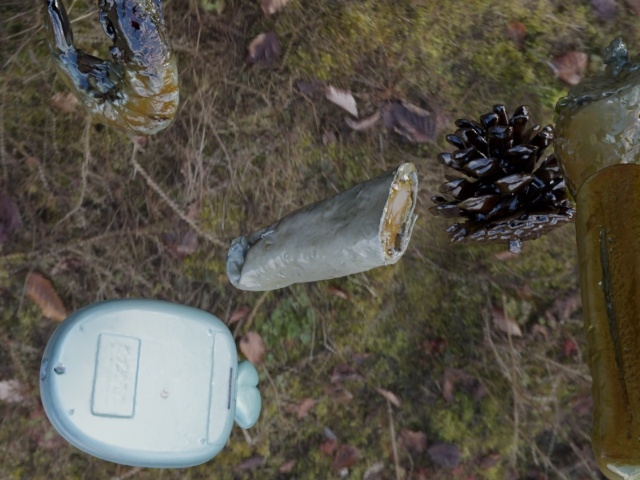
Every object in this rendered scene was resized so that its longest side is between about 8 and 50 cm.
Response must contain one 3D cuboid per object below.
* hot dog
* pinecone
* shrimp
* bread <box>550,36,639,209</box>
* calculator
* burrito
[{"bbox_3d":[0.247,0.059,0.695,0.088,0.285,0.061,-7,142,29],"label":"hot dog"},{"bbox_3d":[0.232,-0.079,1.101,0.208,0.207,0.207,-2,112,-6],"label":"pinecone"},{"bbox_3d":[-0.319,-0.305,1.241,0.233,0.071,0.364,11,135,22],"label":"shrimp"},{"bbox_3d":[0.338,-0.090,0.906,0.176,0.195,0.246,-21,100,22],"label":"bread"},{"bbox_3d":[-0.173,0.158,0.961,0.295,0.042,0.184,17,70,-44],"label":"calculator"},{"bbox_3d":[0.000,0.000,0.812,0.226,0.086,0.060,-18,159,38],"label":"burrito"}]
